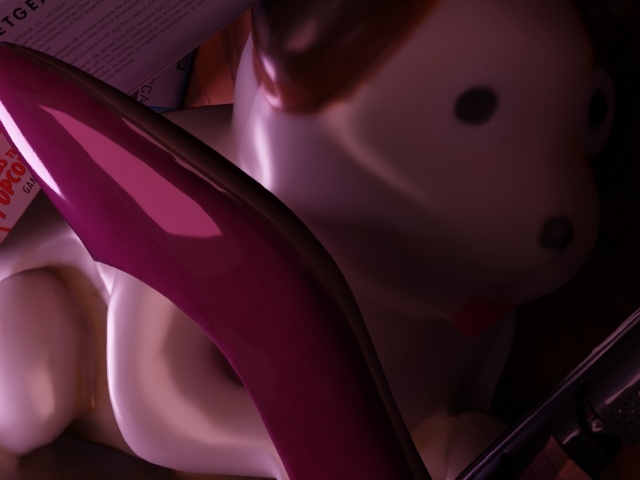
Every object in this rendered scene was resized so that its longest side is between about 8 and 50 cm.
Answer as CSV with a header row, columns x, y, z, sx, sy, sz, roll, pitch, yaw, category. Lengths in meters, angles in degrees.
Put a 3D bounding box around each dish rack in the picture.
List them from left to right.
x,y,z,sx,sy,sz,roll,pitch,yaw,category
0.207,0.162,0.770,0.271,0.074,0.208,46,107,4,dish rack

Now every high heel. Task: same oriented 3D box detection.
x,y,z,sx,sy,sz,roll,pitch,yaw,category
-0.038,0.086,0.719,0.377,0.127,0.181,41,93,6,high heel

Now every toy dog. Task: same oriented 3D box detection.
x,y,z,sx,sy,sz,roll,pitch,yaw,category
0.000,0.000,0.948,0.408,0.284,0.395,-39,42,39,toy dog

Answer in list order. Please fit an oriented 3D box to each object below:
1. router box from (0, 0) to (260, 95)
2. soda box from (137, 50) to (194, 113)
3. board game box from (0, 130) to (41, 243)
x,y,z,sx,sy,sz,roll,pitch,yaw,category
-0.034,-0.245,0.871,0.335,0.082,0.301,-34,34,19,router box
-0.172,-0.150,1.250,0.183,0.063,0.058,33,114,43,soda box
-0.174,-0.069,0.989,0.193,0.045,0.147,-58,18,-19,board game box
